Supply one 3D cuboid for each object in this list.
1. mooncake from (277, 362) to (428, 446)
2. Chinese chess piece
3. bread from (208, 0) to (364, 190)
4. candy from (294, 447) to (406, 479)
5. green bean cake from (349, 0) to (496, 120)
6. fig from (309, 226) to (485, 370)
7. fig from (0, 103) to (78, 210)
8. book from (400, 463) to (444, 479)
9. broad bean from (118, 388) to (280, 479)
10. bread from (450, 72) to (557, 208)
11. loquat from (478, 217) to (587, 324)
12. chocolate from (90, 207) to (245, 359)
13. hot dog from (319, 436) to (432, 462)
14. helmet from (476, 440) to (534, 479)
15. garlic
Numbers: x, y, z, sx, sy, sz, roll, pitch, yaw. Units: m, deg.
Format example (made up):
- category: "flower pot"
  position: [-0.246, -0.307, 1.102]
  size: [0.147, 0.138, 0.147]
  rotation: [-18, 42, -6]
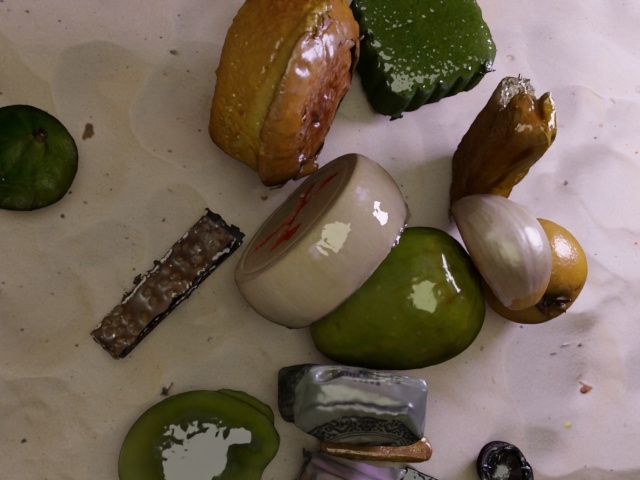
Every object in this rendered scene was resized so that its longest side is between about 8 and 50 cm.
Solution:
- category: "mooncake"
  position: [0.052, 0.291, 1.601]
  size: [0.250, 0.254, 0.136]
  rotation: [5, 82, -7]
- category: "Chinese chess piece"
  position: [0.000, 0.000, 1.597]
  size: [0.140, 0.338, 0.338]
  rotation: [44, 75, -14]
- category: "bread"
  position: [-0.065, -0.281, 1.638]
  size: [0.204, 0.358, 0.337]
  rotation: [27, 51, 14]
- category: "candy"
  position: [0.039, 0.480, 1.608]
  size: [0.195, 0.137, 0.185]
  rotation: [18, 95, -8]
- category: "green bean cake"
  position: [0.192, -0.394, 1.791]
  size: [0.250, 0.156, 0.247]
  rotation: [-21, 84, -13]
- category: "fig"
  position: [0.137, 0.122, 1.653]
  size: [0.326, 0.258, 0.258]
  rotation: [-27, 86, 9]
- category: "fig"
  position: [-0.525, -0.152, 1.573]
  size: [0.203, 0.235, 0.203]
  rotation: [2, 83, -15]
- category: "book"
  position: [0.207, 0.634, 1.650]
  size: [0.262, 0.028, 0.374]
  rotation: [22, 76, 11]
- category: "broad bean"
  position: [-0.210, 0.383, 1.602]
  size: [0.291, 0.119, 0.238]
  rotation: [-18, 85, -13]
- category: "bread"
  position: [0.334, -0.177, 1.664]
  size: [0.109, 0.380, 0.185]
  rotation: [12, 68, -4]
- category: "loquat"
  position: [0.404, 0.059, 1.733]
  size: [0.208, 0.208, 0.208]
  rotation: [2, 80, -11]
- category: "chocolate"
  position: [-0.278, 0.084, 1.671]
  size: [0.102, 0.065, 0.329]
  rotation: [39, 74, 17]
- category: "hot dog"
  position: [0.103, 0.384, 1.700]
  size: [0.216, 0.047, 0.066]
  rotation: [4, 66, -10]
- category: "helmet"
  position: [0.346, 0.438, 1.725]
  size: [0.098, 0.070, 0.123]
  rotation: [-27, 93, -8]
- category: "garlic"
  position: [0.312, 0.007, 1.615]
  size: [0.145, 0.164, 0.245]
  rotation: [-20, 62, -20]
